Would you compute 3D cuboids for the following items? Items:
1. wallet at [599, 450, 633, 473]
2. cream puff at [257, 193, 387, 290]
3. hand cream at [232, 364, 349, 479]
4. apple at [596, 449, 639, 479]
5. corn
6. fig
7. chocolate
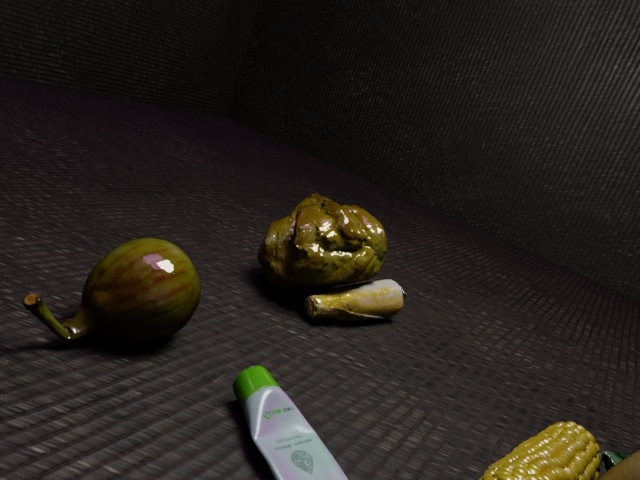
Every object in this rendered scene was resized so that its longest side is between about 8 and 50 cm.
[{"bbox_3d":[0.463,0.353,0.622,0.236,0.055,0.160,17,42,-22],"label":"wallet"},{"bbox_3d":[0.004,0.015,0.977,0.245,0.196,0.244,13,11,-3],"label":"cream puff"},{"bbox_3d":[-0.018,0.244,0.536,0.079,0.050,0.275,-22,41,-24],"label":"hand cream"},{"bbox_3d":[0.337,0.299,0.387,0.234,0.256,0.257,33,17,0],"label":"apple"},{"bbox_3d":[0.259,0.289,0.590,0.102,0.101,0.311,32,14,36],"label":"corn"},{"bbox_3d":[-0.248,0.080,0.659,0.142,0.148,0.186,36,58,6],"label":"fig"},{"bbox_3d":[0.061,0.118,0.957,0.220,0.085,0.086,-1,26,-40],"label":"chocolate"}]
